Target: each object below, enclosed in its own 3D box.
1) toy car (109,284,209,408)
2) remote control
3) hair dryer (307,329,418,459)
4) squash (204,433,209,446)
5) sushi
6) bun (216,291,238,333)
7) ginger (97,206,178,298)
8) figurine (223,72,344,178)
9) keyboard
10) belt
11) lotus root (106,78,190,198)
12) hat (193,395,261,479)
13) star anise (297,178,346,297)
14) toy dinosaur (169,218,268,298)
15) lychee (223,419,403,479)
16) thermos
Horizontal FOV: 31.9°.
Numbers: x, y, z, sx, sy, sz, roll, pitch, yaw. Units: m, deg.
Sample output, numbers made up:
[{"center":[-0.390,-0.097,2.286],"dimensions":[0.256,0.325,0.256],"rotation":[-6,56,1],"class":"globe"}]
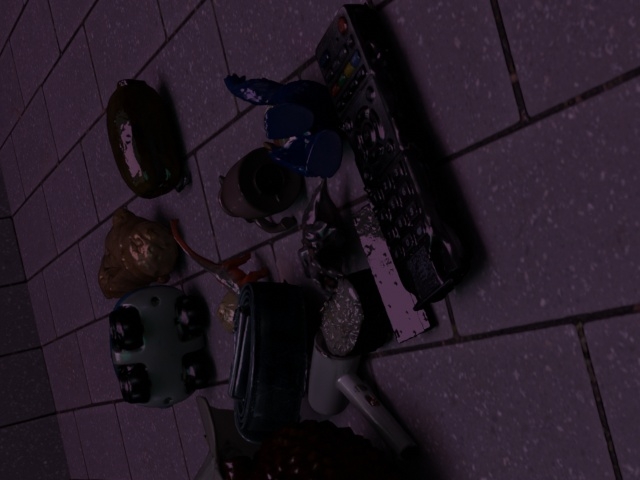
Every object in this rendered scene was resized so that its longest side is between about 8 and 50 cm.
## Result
[{"center":[-0.338,0.210,2.280],"dimensions":[0.190,0.188,0.255],"rotation":[-152,53,-65],"class":"toy car"},{"center":[0.095,-0.115,1.430],"dimensions":[0.144,0.062,0.399],"rotation":[-49,56,57],"class":"remote control"},{"center":[0.069,0.245,1.646],"dimensions":[0.236,0.073,0.131],"rotation":[43,139,36],"class":"hair dryer"},{"center":[-0.131,0.442,2.092],"dimensions":[0.224,0.094,0.094],"rotation":[61,149,18],"class":"squash"},{"center":[0.056,0.104,1.579],"dimensions":[0.090,0.078,0.150],"rotation":[53,143,30],"class":"sushi"},{"center":[-0.158,0.134,2.038],"dimensions":[0.086,0.054,0.086],"rotation":[32,128,54],"class":"bun"},{"center":[-0.401,0.040,2.398],"dimensions":[0.190,0.126,0.354],"rotation":[52,147,5],"class":"ginger"},{"center":[-0.032,-0.173,1.614],"dimensions":[0.164,0.120,0.262],"rotation":[55,176,-30],"class":"figurine"},{"center":[0.097,0.039,1.509],"dimensions":[0.060,0.018,0.196],"rotation":[-28,71,28],"class":"keyboard"},{"center":[-0.089,0.196,1.788],"dimensions":[0.206,0.116,0.268],"rotation":[-166,79,-77],"class":"belt"},{"center":[-0.348,-0.197,2.200],"dimensions":[0.123,0.124,0.241],"rotation":[-24,79,52],"class":"lotus root"},{"center":[-0.165,0.410,1.915],"dimensions":[0.168,0.258,0.301],"rotation":[-37,50,14],"class":"hat"},{"center":[0.000,0.000,1.642],"dimensions":[0.204,0.061,0.181],"rotation":[167,99,-82],"class":"star anise"},{"center":[-0.150,0.054,1.928],"dimensions":[0.279,0.101,0.055],"rotation":[42,124,19],"class":"toy dinosaur"},{"center":[0.001,0.404,1.562],"dimensions":[0.330,0.306,0.306],"rotation":[30,145,-3],"class":"lychee"},{"center":[-0.102,-0.068,1.811],"dimensions":[0.137,0.105,0.193],"rotation":[48,159,-9],"class":"thermos"}]
